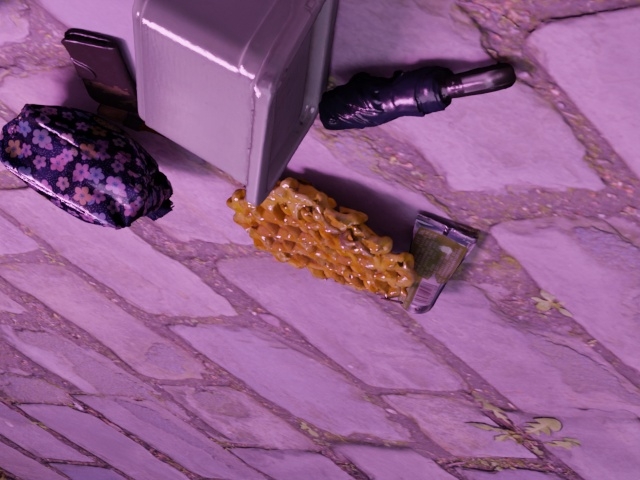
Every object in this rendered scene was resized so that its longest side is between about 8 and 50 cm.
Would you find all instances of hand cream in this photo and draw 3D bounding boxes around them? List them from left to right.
[{"bbox_3d":[0.152,0.035,2.138,0.086,0.055,0.235,21,150,3],"label":"hand cream"}]

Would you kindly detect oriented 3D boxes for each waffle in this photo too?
[{"bbox_3d":[0.002,-0.003,2.133,0.280,0.060,0.262,29,163,-2],"label":"waffle"}]

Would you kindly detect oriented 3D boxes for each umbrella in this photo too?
[{"bbox_3d":[0.101,-0.168,1.728,0.248,0.071,0.071,-10,143,42],"label":"umbrella"}]

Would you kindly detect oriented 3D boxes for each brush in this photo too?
[{"bbox_3d":[-0.217,-0.146,2.075,0.169,0.014,0.043,23,158,-8],"label":"brush"}]

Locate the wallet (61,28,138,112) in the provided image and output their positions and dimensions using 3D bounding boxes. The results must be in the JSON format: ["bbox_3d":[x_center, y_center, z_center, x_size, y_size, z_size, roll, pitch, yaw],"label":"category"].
[{"bbox_3d":[-0.275,-0.214,1.972,0.082,0.018,0.157,14,156,13],"label":"wallet"}]

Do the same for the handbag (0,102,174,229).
[{"bbox_3d":[-0.302,-0.098,2.063,0.228,0.127,0.208,29,-171,3],"label":"handbag"}]

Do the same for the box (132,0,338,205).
[{"bbox_3d":[-0.100,-0.196,1.703,0.182,0.175,0.312,27,157,6],"label":"box"}]
